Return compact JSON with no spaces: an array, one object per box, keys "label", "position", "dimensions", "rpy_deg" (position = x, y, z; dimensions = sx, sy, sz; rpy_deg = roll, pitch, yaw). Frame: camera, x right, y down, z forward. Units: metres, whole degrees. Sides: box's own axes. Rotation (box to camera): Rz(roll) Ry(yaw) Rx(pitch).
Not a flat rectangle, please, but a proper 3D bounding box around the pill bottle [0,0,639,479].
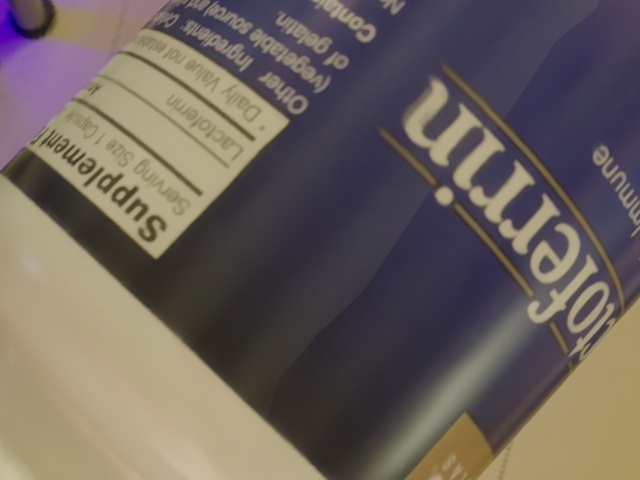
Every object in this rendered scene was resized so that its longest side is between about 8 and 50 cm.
[{"label":"pill bottle","position":[0.000,0.000,0.381],"dimensions":[0.153,0.153,0.264],"rpy_deg":[43,83,-1]}]
